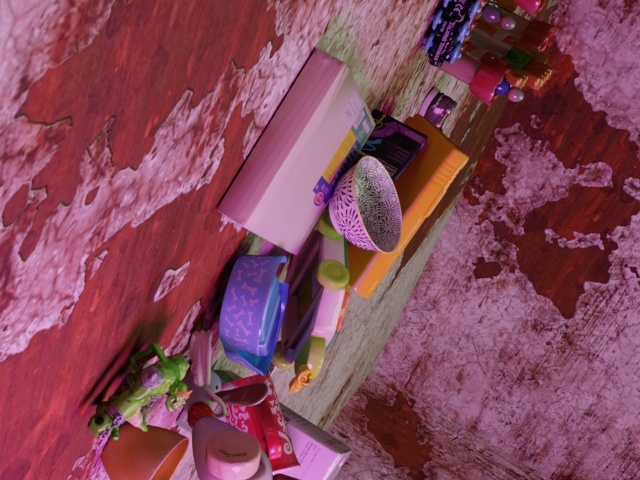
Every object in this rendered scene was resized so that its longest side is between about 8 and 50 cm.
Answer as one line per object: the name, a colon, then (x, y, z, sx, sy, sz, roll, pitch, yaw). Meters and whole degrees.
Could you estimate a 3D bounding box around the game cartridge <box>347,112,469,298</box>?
game cartridge: (0.138, -0.076, 2.123, 0.324, 0.052, 0.285, -53, -159, 11)

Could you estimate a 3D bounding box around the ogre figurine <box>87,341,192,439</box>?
ogre figurine: (-0.247, 0.210, 1.541, 0.118, 0.097, 0.197, -43, 156, 11)

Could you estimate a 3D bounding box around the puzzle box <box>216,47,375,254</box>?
puzzle box: (-0.024, -0.120, 1.720, 0.272, 0.052, 0.409, -59, 169, -1)

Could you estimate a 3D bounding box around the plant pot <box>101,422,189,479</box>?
plant pot: (-0.279, 0.335, 1.701, 0.134, 0.095, 0.134, -56, 169, -16)

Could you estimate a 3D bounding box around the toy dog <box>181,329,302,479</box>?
toy dog: (-0.125, 0.314, 1.752, 0.220, 0.161, 0.334, 113, -26, -46)

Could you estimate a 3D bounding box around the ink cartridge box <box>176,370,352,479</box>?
ink cartridge box: (-0.099, 0.367, 2.069, 0.121, 0.289, 0.211, -58, 169, -3)

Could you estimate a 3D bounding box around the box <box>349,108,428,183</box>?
box: (0.108, -0.162, 2.020, 0.162, 0.116, 0.029, -52, 164, -34)

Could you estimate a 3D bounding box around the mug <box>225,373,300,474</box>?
mug: (-0.098, 0.317, 1.906, 0.113, 0.169, 0.150, -2, 161, -44)

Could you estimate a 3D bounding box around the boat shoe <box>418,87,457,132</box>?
boat shoe: (0.249, -0.245, 2.535, 0.081, 0.068, 0.228, -49, 165, -40)

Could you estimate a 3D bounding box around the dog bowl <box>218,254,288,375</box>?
dog bowl: (-0.110, 0.120, 1.832, 0.297, 0.074, 0.166, 88, 16, -70)

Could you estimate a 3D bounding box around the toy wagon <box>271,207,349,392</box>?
toy wagon: (-0.018, 0.121, 1.953, 0.267, 0.068, 0.344, 120, -23, -44)

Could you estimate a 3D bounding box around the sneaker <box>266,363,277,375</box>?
sneaker: (-0.128, 0.303, 2.467, 0.035, 0.031, 0.083, -1, 119, -61)

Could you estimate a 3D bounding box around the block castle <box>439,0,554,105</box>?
block castle: (0.437, -0.483, 2.357, 0.453, 0.213, 0.303, -43, 161, -55)

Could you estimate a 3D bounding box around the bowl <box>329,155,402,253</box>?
bowl: (0.066, -0.053, 1.883, 0.170, 0.080, 0.170, 34, 50, -53)

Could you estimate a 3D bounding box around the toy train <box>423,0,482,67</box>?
toy train: (0.254, -0.417, 2.096, 0.105, 0.080, 0.184, -58, 171, -58)
